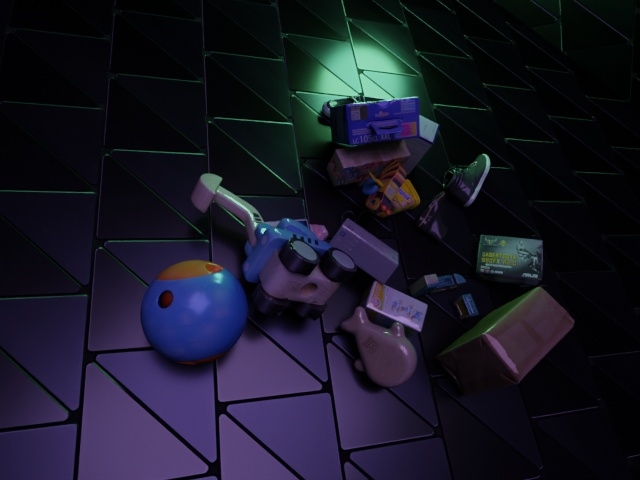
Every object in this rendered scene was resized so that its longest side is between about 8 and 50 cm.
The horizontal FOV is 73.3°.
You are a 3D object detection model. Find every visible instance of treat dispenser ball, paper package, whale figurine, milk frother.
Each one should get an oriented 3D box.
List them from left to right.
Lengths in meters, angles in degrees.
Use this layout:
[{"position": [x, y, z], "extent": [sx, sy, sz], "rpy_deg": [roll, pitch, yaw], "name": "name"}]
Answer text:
[{"position": [-0.348, 0.198, 1.205], "extent": [0.288, 0.288, 0.288], "rpy_deg": [7, 63, -14], "name": "treat dispenser ball"}, {"position": [0.193, 0.339, 1.396], "extent": [0.272, 0.216, 0.141], "rpy_deg": [45, 15, 20], "name": "whale figurine"}, {"position": [0.598, 0.339, 1.423], "extent": [0.324, 0.309, 0.168], "rpy_deg": [-29, 73, -28], "name": "paper package"}, {"position": [0.846, 0.138, 1.736], "extent": [0.143, 0.129, 0.135], "rpy_deg": [51, 50, -40], "name": "milk frother"}]

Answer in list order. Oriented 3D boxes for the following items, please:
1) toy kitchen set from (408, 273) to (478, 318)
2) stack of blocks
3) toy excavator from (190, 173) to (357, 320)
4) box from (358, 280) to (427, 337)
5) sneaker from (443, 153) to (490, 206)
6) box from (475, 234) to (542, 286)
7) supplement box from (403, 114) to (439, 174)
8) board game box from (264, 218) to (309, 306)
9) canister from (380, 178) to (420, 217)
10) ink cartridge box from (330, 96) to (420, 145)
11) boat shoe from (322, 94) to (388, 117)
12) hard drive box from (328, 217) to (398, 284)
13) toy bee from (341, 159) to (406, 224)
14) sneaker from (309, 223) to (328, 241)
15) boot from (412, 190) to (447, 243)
[{"position": [0.457, 0.208, 1.551], "extent": [0.207, 0.122, 0.166], "rpy_deg": [-8, 67, -21], "name": "toy kitchen set"}, {"position": [0.180, -0.294, 1.684], "extent": [0.297, 0.171, 0.087], "rpy_deg": [-14, 69, -22], "name": "stack of blocks"}, {"position": [-0.166, -0.001, 1.337], "extent": [0.432, 0.222, 0.445], "rpy_deg": [16, 30, -37], "name": "toy excavator"}, {"position": [0.242, 0.237, 1.472], "extent": [0.203, 0.114, 0.103], "rpy_deg": [26, 62, -4], "name": "box"}, {"position": [0.629, -0.296, 1.863], "extent": [0.146, 0.104, 0.296], "rpy_deg": [33, 64, -6], "name": "sneaker"}, {"position": [0.737, 0.075, 1.682], "extent": [0.231, 0.056, 0.183], "rpy_deg": [7, 59, 21], "name": "box"}, {"position": [0.376, -0.391, 1.766], "extent": [0.113, 0.220, 0.111], "rpy_deg": [26, 59, -2], "name": "supplement box"}, {"position": [-0.110, 0.076, 1.476], "extent": [0.192, 0.053, 0.305], "rpy_deg": [-5, 66, -19], "name": "board game box"}, {"position": [0.293, -0.167, 1.714], "extent": [0.169, 0.073, 0.126], "rpy_deg": [-19, 71, -23], "name": "canister"}, {"position": [0.199, -0.447, 1.613], "extent": [0.269, 0.395, 0.151], "rpy_deg": [-8, 105, -7], "name": "ink cartridge box"}, {"position": [0.158, -0.582, 1.858], "extent": [0.301, 0.102, 0.108], "rpy_deg": [1, 64, -17], "name": "boat shoe"}, {"position": [0.156, 0.031, 1.506], "extent": [0.232, 0.089, 0.181], "rpy_deg": [35, 15, 3], "name": "hard drive box"}, {"position": [0.230, -0.151, 1.571], "extent": [0.195, 0.162, 0.298], "rpy_deg": [15, 102, -30], "name": "toy bee"}, {"position": [0.000, 0.000, 1.550], "extent": [0.070, 0.051, 0.134], "rpy_deg": [-3, 61, -13], "name": "sneaker"}, {"position": [0.478, -0.091, 1.743], "extent": [0.137, 0.077, 0.198], "rpy_deg": [41, 73, 0], "name": "boot"}]
